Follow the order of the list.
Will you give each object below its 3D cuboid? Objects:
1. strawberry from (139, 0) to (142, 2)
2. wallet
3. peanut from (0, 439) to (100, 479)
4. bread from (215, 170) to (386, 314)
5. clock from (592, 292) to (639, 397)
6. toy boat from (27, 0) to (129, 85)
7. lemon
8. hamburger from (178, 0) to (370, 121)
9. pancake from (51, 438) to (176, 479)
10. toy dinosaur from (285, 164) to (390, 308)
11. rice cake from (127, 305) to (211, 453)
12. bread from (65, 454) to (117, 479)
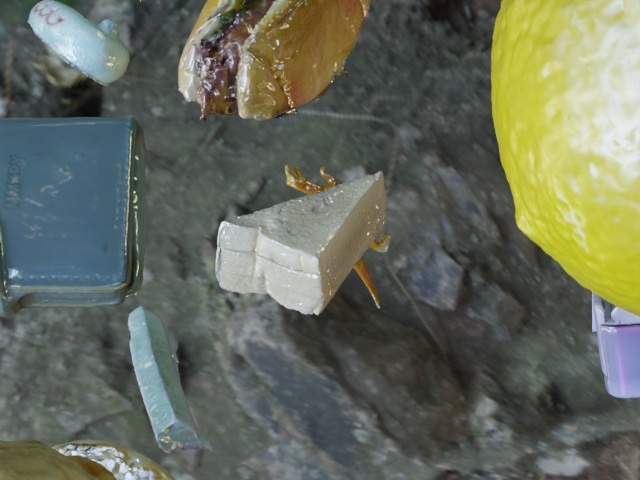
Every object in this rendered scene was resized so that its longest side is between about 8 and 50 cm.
[{"bbox_3d":[-0.144,-0.272,0.984,0.146,0.082,0.187,-43,75,-4],"label":"strawberry"},{"bbox_3d":[-0.356,-0.029,1.285,0.361,0.083,0.252,-2,52,-6],"label":"wallet"},{"bbox_3d":[-0.143,0.167,0.627,0.140,0.159,0.109,41,97,-8],"label":"peanut"},{"bbox_3d":[-0.015,-0.010,1.190,0.105,0.077,0.152,19,42,19],"label":"bread"},{"bbox_3d":[0.266,0.029,0.919,0.145,0.193,0.073,-5,116,14],"label":"clock"},{"bbox_3d":[-0.316,-0.276,1.720,0.079,0.134,0.208,-52,29,3],"label":"toy boat"},{"bbox_3d":[0.172,-0.060,0.563,0.192,0.192,0.231,-8,104,20],"label":"lemon"},{"bbox_3d":[-0.050,-0.263,1.533,0.155,0.282,0.245,14,101,26],"label":"hamburger"},{"bbox_3d":[-0.295,0.439,1.578,0.382,0.071,0.382,-2,86,27],"label":"pancake"},{"bbox_3d":[0.028,-0.013,1.833,0.057,0.142,0.212,-39,55,38],"label":"toy dinosaur"},{"bbox_3d":[-0.210,0.188,1.722,0.051,0.081,0.290,-49,32,13],"label":"rice cake"},{"bbox_3d":[-0.137,0.194,0.805,0.053,0.074,0.132,-48,65,16],"label":"bread"}]
